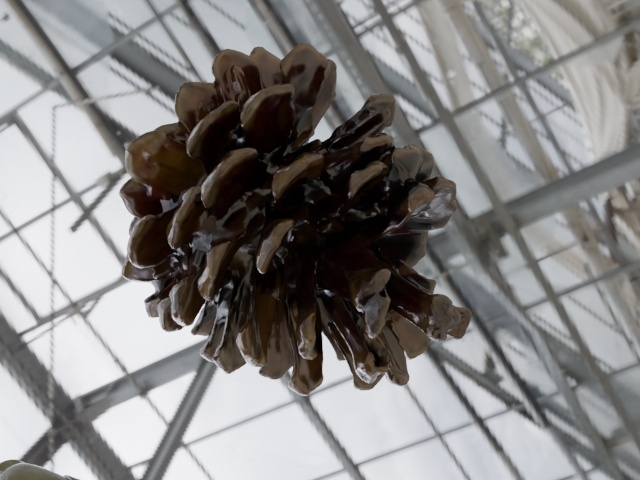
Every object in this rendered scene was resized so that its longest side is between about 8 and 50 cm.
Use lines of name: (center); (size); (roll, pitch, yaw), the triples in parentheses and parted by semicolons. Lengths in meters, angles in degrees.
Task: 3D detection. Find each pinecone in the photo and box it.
pinecone: (0.000, 0.000, 1.044); (0.384, 0.384, 0.384); (45, -150, -37)

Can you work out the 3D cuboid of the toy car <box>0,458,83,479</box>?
toy car: (-0.324, 0.386, 0.994); (0.226, 0.242, 0.336); (27, -176, -33)
